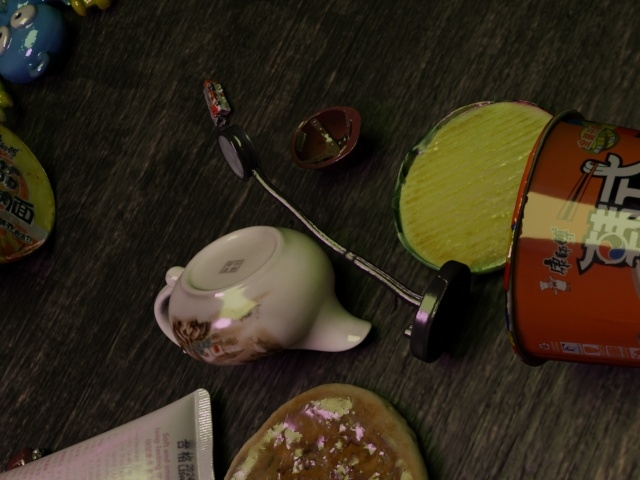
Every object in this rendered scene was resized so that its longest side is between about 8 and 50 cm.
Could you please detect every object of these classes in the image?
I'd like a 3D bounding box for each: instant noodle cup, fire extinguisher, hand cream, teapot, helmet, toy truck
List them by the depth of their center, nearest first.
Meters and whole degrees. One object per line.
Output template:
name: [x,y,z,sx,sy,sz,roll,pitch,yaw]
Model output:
instant noodle cup: [0.302,0.013,0.954,0.192,0.250,0.250,10,73,30]
teapot: [-0.087,0.074,1.255,0.298,0.139,0.204,-2,39,38]
hand cream: [-0.283,0.316,1.292,0.359,0.118,0.185,-20,54,17]
helmet: [0.021,-0.118,1.327,0.111,0.057,0.089,-4,61,39]
fire extinguisher: [-0.423,0.322,1.417,0.158,0.043,0.064,-35,9,15]
toy truck: [-0.150,-0.200,1.513,0.032,0.024,0.083,-54,42,30]
instant noodle cup: [-0.568,-0.046,1.588,0.200,0.264,0.264,-29,52,31]

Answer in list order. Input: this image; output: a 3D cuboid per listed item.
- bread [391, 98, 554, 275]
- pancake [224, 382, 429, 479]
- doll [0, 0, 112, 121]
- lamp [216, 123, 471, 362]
bread: [0.185,-0.060,1.199,0.229,0.033,0.228,-17,56,27]
pancake: [0.007,0.290,1.130,0.283,0.049,0.282,-14,62,28]
doll: [-0.513,-0.395,1.822,0.346,0.099,0.341,-39,52,9]
lamp: [0.031,-0.019,1.194,0.109,0.130,0.371,-35,56,-18]
